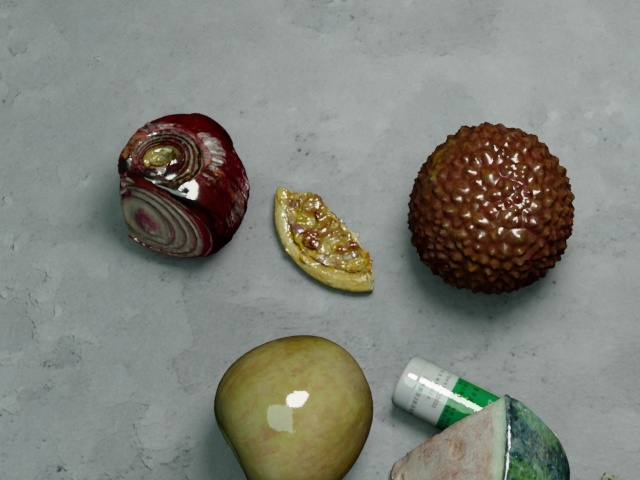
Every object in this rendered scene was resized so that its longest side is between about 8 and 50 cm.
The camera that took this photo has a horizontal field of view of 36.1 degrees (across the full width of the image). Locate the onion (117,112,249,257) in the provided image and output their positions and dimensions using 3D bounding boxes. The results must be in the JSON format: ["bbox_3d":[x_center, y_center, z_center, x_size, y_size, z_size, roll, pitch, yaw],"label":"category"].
[{"bbox_3d":[-0.216,-0.095,1.676,0.207,0.216,0.206,22,58,8],"label":"onion"}]

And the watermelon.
[{"bbox_3d":[0.261,0.365,1.486,0.250,0.283,0.292,-50,53,5],"label":"watermelon"}]

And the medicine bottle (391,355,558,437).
[{"bbox_3d":[0.247,0.279,1.572,0.260,0.095,0.095,24,80,13],"label":"medicine bottle"}]

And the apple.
[{"bbox_3d":[-0.037,0.275,1.532,0.234,0.257,0.256,-25,73,-17],"label":"apple"}]

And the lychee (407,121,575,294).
[{"bbox_3d":[0.269,-0.047,1.558,0.276,0.304,0.275,-2,100,-14],"label":"lychee"}]

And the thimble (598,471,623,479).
[{"bbox_3d":[0.443,0.417,1.514,0.062,0.084,0.110,27,86,13],"label":"thimble"}]

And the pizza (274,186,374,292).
[{"bbox_3d":[0.001,-0.001,1.693,0.127,0.058,0.246,-31,76,-1],"label":"pizza"}]
